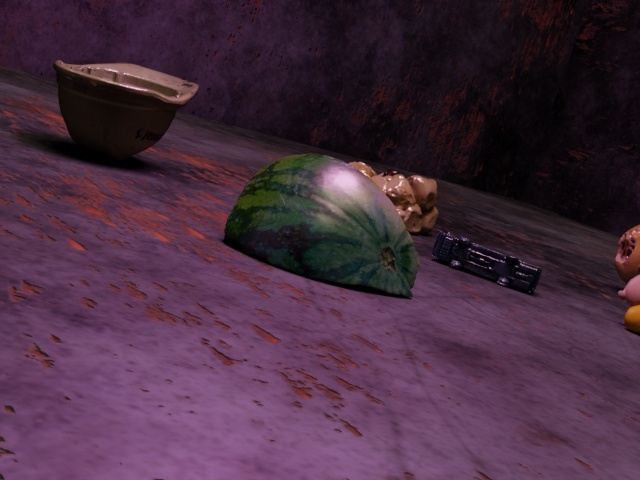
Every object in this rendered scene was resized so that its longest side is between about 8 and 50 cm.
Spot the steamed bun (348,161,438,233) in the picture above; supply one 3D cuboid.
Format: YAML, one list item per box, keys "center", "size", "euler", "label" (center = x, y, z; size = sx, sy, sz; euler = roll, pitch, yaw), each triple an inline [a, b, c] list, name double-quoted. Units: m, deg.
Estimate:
- center: [0.138, -0.085, 1.623]
  size: [0.192, 0.106, 0.177]
  euler: [11, 13, -43]
  label: "steamed bun"

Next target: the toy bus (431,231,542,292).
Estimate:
- center: [0.257, 0.033, 1.328]
  size: [0.166, 0.047, 0.065]
  euler: [22, 5, 18]
  label: "toy bus"

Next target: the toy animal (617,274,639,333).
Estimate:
- center: [0.488, 0.107, 1.256]
  size: [0.082, 0.091, 0.114]
  euler: [44, 5, -35]
  label: "toy animal"

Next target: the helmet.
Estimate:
- center: [-0.315, -0.198, 1.363]
  size: [0.204, 0.137, 0.257]
  euler: [21, 17, 19]
  label: "helmet"

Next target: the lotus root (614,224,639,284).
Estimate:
- center: [0.735, 0.074, 1.652]
  size: [0.342, 0.152, 0.169]
  euler: [22, 29, 4]
  label: "lotus root"

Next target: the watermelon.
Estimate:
- center: [-0.006, -0.011, 0.988]
  size: [0.231, 0.128, 0.146]
  euler: [24, 29, 27]
  label: "watermelon"
